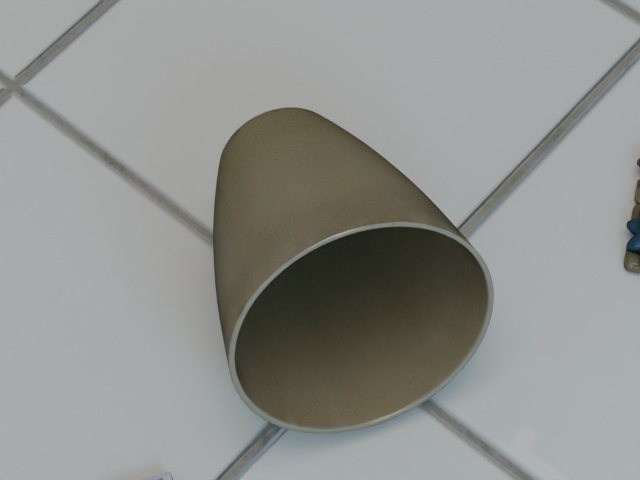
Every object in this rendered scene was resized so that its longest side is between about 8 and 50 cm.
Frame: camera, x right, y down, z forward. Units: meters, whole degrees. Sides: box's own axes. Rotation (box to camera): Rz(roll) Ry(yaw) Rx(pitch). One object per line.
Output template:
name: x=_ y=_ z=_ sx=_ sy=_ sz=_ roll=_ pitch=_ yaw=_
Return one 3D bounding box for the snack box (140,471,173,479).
snack box: x=-0.148 y=0.306 z=1.747 sx=0.064 sy=0.022 sz=0.178 roll=-17 pitch=60 yaw=-4

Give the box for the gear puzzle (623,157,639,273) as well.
gear puzzle: x=0.478 y=-0.015 z=1.863 sx=0.338 sy=0.044 sz=0.175 roll=9 pitch=61 yaw=10

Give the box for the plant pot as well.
plant pot: x=0.000 y=0.000 z=1.805 sx=0.256 sy=0.256 sz=0.274 roll=-19 pitch=43 yaw=-6
